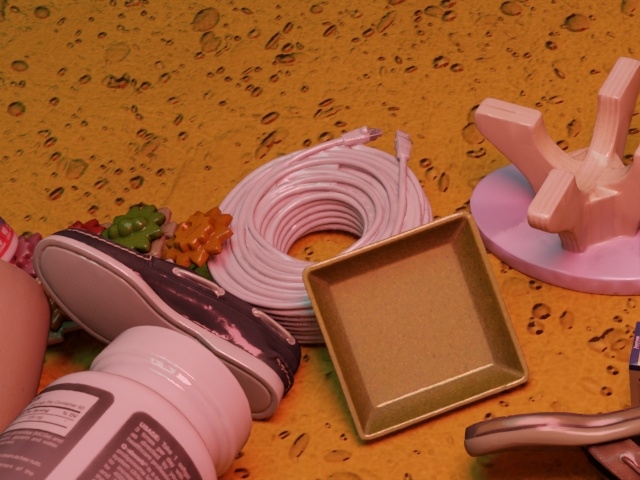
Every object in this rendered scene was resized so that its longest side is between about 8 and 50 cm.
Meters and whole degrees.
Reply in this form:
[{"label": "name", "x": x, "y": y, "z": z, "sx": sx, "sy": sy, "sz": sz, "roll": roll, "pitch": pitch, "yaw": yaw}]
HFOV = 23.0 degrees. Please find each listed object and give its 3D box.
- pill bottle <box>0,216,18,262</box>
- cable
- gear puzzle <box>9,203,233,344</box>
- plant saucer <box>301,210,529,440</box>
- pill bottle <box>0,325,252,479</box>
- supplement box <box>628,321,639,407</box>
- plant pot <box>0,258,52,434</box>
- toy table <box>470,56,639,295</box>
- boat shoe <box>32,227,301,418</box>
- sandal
[{"label": "pill bottle", "x": -0.441, "y": -0.030, "z": 1.794, "sx": 0.108, "sy": 0.180, "sz": 0.108, "roll": -29, "pitch": 29, "yaw": 18}, {"label": "cable", "x": 0.000, "y": 0.000, "z": 1.757, "sx": 0.257, "sy": 0.089, "sz": 0.257, "roll": -13, "pitch": 46, "yaw": 3}, {"label": "gear puzzle", "x": -0.250, "y": 0.028, "z": 1.765, "sx": 0.339, "sy": 0.044, "sz": 0.175, "roll": -13, "pitch": 43, "yaw": 24}, {"label": "plant saucer", "x": 0.096, "y": 0.087, "z": 1.624, "sx": 0.188, "sy": 0.045, "sz": 0.188, "roll": -20, "pitch": 88, "yaw": -4}, {"label": "pill bottle", "x": -0.225, "y": 0.254, "z": 1.468, "sx": 0.210, "sy": 0.210, "sz": 0.363, "roll": 14, "pitch": 41, "yaw": 26}, {"label": "supplement box", "x": 0.349, "y": 0.130, "z": 1.545, "sx": 0.083, "sy": 0.083, "sz": 0.056, "roll": 4, "pitch": 49, "yaw": 18}, {"label": "plant pot", "x": -0.404, "y": 0.188, "z": 1.595, "sx": 0.256, "sy": 0.256, "sz": 0.274, "roll": -9, "pitch": 56, "yaw": 6}, {"label": "toy table", "x": 0.285, "y": -0.060, "z": 1.691, "sx": 0.274, "sy": 0.161, "sz": 0.252, "roll": 7, "pitch": 50, "yaw": 19}, {"label": "boat shoe", "x": -0.159, "y": 0.074, "z": 1.655, "sx": 0.302, "sy": 0.114, "sz": 0.091, "roll": 36, "pitch": 44, "yaw": -6}, {"label": "sandal", "x": 0.288, "y": 0.206, "z": 1.488, "sx": 0.302, "sy": 0.120, "sz": 0.086, "roll": -4, "pitch": 74, "yaw": 13}]
